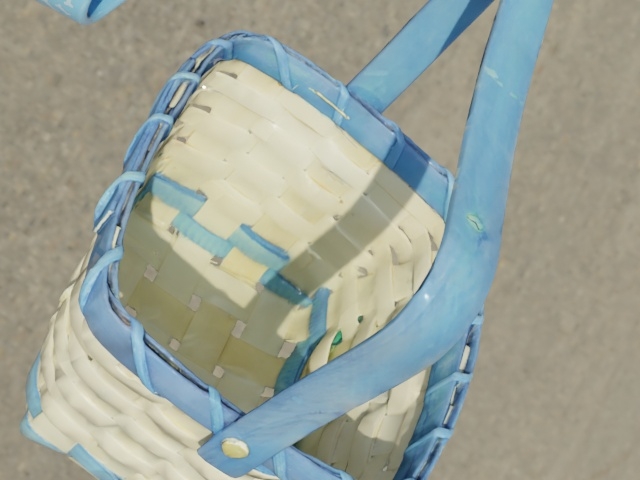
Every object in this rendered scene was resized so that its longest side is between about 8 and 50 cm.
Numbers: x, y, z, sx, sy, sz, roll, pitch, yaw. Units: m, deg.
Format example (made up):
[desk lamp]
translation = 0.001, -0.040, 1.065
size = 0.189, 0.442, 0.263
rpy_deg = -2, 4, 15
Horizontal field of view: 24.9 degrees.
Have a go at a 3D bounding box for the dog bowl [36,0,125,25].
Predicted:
[dog bowl]
translation = -0.159, -0.295, 1.300
size = 0.166, 0.074, 0.297
rpy_deg = -50, -179, 43

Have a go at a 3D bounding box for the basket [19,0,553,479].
[basket]
translation = 0.000, 0.000, 0.688
size = 0.289, 0.201, 0.255
rpy_deg = -44, -162, 46
